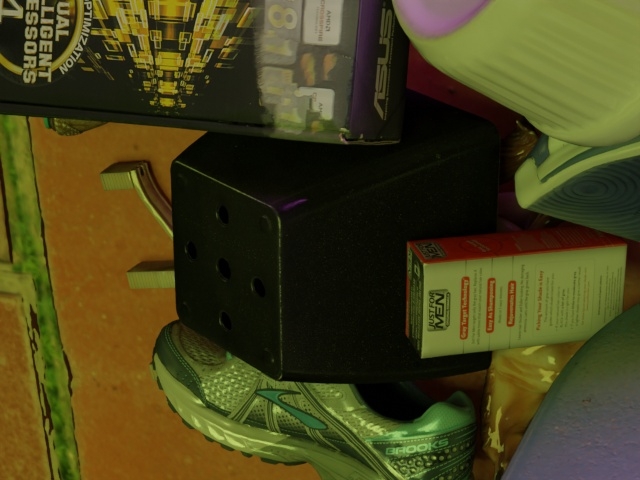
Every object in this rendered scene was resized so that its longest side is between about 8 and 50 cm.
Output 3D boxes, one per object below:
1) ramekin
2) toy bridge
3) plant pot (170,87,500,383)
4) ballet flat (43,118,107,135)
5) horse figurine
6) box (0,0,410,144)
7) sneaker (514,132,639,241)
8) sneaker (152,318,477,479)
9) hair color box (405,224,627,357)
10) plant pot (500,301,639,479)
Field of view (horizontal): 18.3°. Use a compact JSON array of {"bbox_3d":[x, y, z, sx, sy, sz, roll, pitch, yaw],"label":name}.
[{"bbox_3d":[0.146,-0.199,1.171,0.127,0.273,0.273,16,128,-24],"label":"ramekin"},{"bbox_3d":[-0.123,0.028,1.584,0.063,0.026,0.188,-3,110,29],"label":"toy bridge"},{"bbox_3d":[0.000,0.000,1.377,0.188,0.167,0.187,27,126,46],"label":"plant pot"},{"bbox_3d":[-0.187,-0.181,1.514,0.067,0.073,0.206,-4,114,2],"label":"ballet flat"},{"bbox_3d":[0.161,0.035,1.403,0.174,0.066,0.263,-16,105,28],"label":"horse figurine"},{"bbox_3d":[-0.085,-0.269,1.323,0.318,0.097,0.394,8,96,26],"label":"box"},{"bbox_3d":[0.249,-0.139,1.226,0.127,0.182,0.315,17,145,-21],"label":"sneaker"},{"bbox_3d":[0.002,0.108,1.494,0.283,0.110,0.122,25,119,23],"label":"sneaker"},{"bbox_3d":[0.130,0.033,1.319,0.141,0.043,0.072,-5,113,-13],"label":"hair color box"},{"bbox_3d":[0.276,0.166,1.262,0.247,0.252,0.248,2,140,30],"label":"plant pot"}]
